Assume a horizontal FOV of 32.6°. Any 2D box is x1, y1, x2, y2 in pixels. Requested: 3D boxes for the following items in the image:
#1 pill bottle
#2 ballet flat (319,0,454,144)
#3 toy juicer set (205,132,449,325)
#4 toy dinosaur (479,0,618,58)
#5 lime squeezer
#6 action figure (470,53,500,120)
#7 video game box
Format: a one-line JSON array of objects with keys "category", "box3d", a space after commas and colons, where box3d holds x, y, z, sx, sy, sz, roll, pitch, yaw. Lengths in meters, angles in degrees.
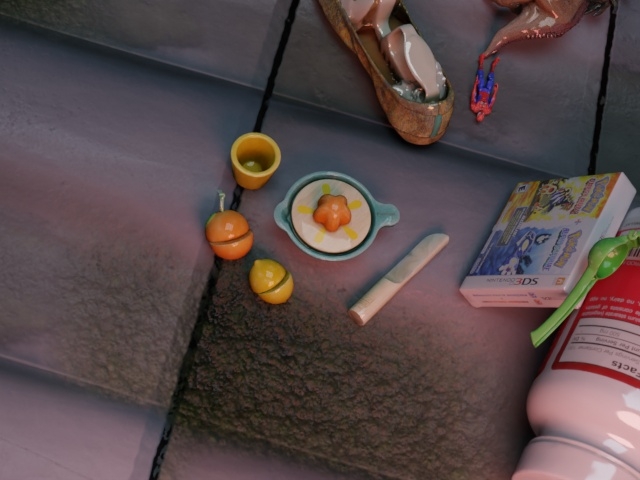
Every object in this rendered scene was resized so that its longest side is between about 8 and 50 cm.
[{"category": "pill bottle", "box3d": [0.406, 0.172, 1.405, 0.229, 0.229, 0.407, 31, 65, 4]}, {"category": "ballet flat", "box3d": [0.099, -0.306, 1.621, 0.123, 0.123, 0.348, -20, 71, -18]}, {"category": "toy juicer set", "box3d": [0.000, 0.000, 1.481, 0.329, 0.089, 0.209, 25, 64, 0]}, {"category": "toy dinosaur", "box3d": [0.377, -0.381, 1.708, 0.200, 0.127, 0.295, 36, 70, -1]}, {"category": "lime squeezer", "box3d": [0.395, 0.033, 1.329, 0.310, 0.059, 0.110, -17, 44, 14]}, {"category": "action figure", "box3d": [0.249, -0.231, 1.665, 0.038, 0.030, 0.115, 16, 66, -9]}, {"category": "video game box", "box3d": [0.307, 0.001, 1.490, 0.048, 0.187, 0.205, 48, 60, -29]}]
